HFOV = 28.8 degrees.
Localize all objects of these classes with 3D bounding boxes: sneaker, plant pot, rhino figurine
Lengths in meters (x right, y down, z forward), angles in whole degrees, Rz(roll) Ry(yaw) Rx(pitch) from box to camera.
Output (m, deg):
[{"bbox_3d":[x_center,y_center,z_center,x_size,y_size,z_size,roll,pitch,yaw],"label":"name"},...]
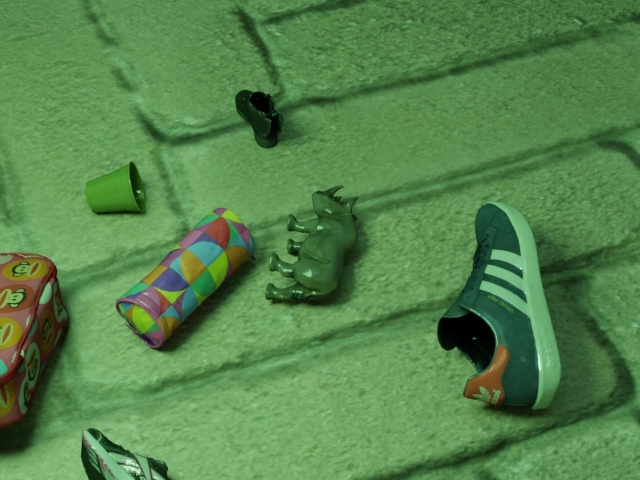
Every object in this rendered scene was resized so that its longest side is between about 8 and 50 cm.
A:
[{"bbox_3d":[-0.239,0.306,1.612,0.077,0.072,0.178,-28,60,-39],"label":"sneaker"},{"bbox_3d":[-0.102,-0.222,2.084,0.051,0.089,0.170,-16,49,-14],"label":"sneaker"},{"bbox_3d":[0.233,0.081,1.767,0.148,0.131,0.350,-1,47,-7],"label":"sneaker"},{"bbox_3d":[-0.326,-0.076,1.963,0.079,0.083,0.083,-13,47,5],"label":"plant pot"},{"bbox_3d":[0.000,0.000,1.886,0.106,0.073,0.243,9,46,14],"label":"rhino figurine"}]

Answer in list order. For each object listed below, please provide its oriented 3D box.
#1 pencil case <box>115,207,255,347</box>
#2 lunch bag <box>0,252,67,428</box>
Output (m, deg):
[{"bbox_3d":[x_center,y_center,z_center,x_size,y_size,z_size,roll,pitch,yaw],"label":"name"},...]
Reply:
[{"bbox_3d":[-0.194,0.052,1.824,0.104,0.104,0.236,27,50,23],"label":"pencil case"},{"bbox_3d":[-0.503,0.135,1.711,0.258,0.120,0.293,0,34,6],"label":"lunch bag"}]
